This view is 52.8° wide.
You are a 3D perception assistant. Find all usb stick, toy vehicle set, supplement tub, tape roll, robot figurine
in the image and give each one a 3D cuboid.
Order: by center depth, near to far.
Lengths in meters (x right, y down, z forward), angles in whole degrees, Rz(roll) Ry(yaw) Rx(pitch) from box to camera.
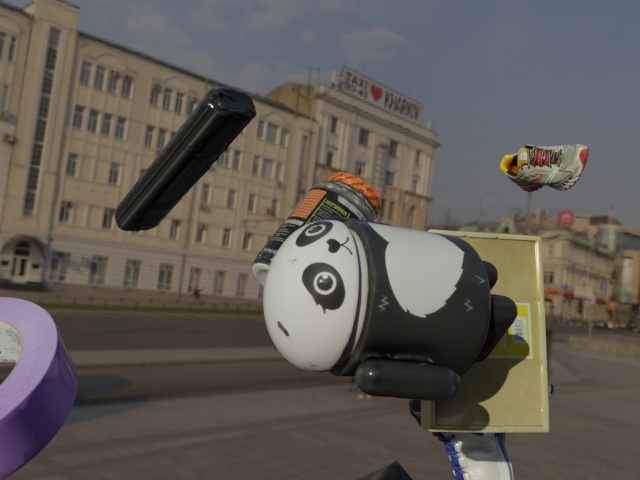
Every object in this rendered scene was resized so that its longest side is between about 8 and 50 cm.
[{"bbox_3d":[0.076,0.067,0.716,0.278,0.174,0.209,8,1,-20],"label":"robot figurine"},{"bbox_3d":[-0.468,0.196,0.837,0.274,0.090,0.275,-5,36,4],"label":"tape roll"},{"bbox_3d":[-0.183,-0.098,0.845,0.077,0.045,0.278,-8,-25,-49],"label":"usb stick"},{"bbox_3d":[0.221,0.122,0.873,0.165,0.267,0.035,4,-12,-9],"label":"toy vehicle set"},{"bbox_3d":[0.000,0.000,1.628,0.207,0.338,0.207,31,-25,16],"label":"supplement tub"}]

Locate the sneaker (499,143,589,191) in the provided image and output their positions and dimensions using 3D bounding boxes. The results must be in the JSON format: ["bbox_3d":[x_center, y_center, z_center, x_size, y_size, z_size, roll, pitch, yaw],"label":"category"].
[{"bbox_3d":[0.450,-0.151,1.309,0.092,0.088,0.225,25,-13,-18],"label":"sneaker"}]

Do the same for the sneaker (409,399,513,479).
[{"bbox_3d":[0.253,0.359,1.201,0.182,0.316,0.127,5,-7,-11],"label":"sneaker"}]

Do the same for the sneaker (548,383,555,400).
[{"bbox_3d":[0.500,0.355,1.481,0.037,0.083,0.032,40,21,-17],"label":"sneaker"}]

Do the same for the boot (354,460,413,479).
[{"bbox_3d":[-0.057,0.552,1.003,0.146,0.367,0.445,46,-48,-11],"label":"boot"}]
